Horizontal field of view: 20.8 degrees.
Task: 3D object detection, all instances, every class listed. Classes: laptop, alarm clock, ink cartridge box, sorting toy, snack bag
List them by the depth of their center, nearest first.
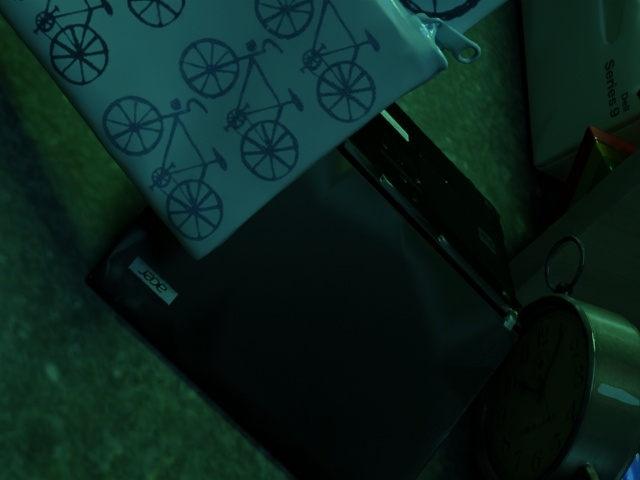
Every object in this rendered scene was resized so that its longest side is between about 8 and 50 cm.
[{"bbox_3d":[-0.029,-0.214,0.927,0.323,0.342,0.037,53,4,1],"label":"snack bag"},{"bbox_3d":[0.000,0.000,1.073,0.234,0.136,0.264,45,18,-20],"label":"laptop"},{"bbox_3d":[0.153,0.084,1.085,0.064,0.129,0.192,16,63,-24],"label":"alarm clock"},{"bbox_3d":[0.280,-0.026,1.209,0.257,0.255,0.089,21,37,-38],"label":"sorting toy"},{"bbox_3d":[0.293,-0.121,1.357,0.289,0.121,0.211,22,55,-37],"label":"ink cartridge box"}]

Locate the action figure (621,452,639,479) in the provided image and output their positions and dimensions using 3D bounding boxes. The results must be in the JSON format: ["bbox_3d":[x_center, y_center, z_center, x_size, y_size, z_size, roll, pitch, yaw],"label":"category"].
[{"bbox_3d":[0.197,0.231,1.088,0.139,0.091,0.280,39,45,-13],"label":"action figure"}]
